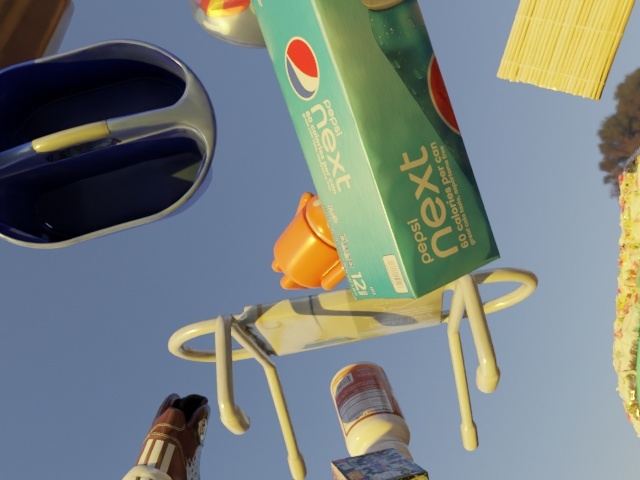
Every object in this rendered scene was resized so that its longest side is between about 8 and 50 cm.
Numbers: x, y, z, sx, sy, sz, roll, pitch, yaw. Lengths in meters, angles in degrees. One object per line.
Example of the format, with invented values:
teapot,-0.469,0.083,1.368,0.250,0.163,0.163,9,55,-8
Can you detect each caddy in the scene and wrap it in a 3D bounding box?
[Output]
caddy,-0.303,-0.123,0.789,0.341,0.179,0.241,-17,-91,-2

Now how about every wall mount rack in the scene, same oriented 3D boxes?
wall mount rack,0.043,0.140,0.577,0.350,0.130,0.304,-11,-27,5

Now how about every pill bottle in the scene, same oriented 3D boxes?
pill bottle,0.098,0.342,1.114,0.121,0.216,0.121,-6,-58,-10

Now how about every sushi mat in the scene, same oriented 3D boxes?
sushi mat,0.361,-0.364,0.808,0.019,0.151,0.316,-4,-68,-55

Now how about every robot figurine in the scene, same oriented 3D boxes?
robot figurine,-0.001,-0.002,1.075,0.128,0.158,0.219,33,-58,-13

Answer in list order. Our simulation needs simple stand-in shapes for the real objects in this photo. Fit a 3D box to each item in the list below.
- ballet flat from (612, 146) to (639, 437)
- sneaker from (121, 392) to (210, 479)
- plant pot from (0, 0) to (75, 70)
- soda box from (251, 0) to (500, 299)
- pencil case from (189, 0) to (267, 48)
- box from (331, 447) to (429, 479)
ballet flat,0.269,0.033,0.458,0.091,0.077,0.240,6,-89,-1
sneaker,-0.194,0.318,0.871,0.281,0.106,0.162,95,-171,-60
plant pot,-0.577,-0.350,0.987,0.280,0.323,0.323,-56,-45,-7
soda box,0.030,-0.074,0.352,0.071,0.067,0.210,-21,-85,-28
pencil case,-0.027,-0.295,0.426,0.133,0.119,0.306,-25,-33,-34
box,0.074,0.304,0.765,0.094,0.137,0.027,-9,-96,-13
